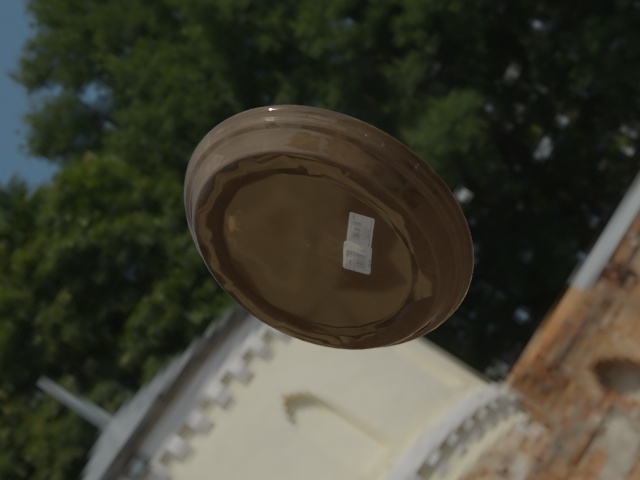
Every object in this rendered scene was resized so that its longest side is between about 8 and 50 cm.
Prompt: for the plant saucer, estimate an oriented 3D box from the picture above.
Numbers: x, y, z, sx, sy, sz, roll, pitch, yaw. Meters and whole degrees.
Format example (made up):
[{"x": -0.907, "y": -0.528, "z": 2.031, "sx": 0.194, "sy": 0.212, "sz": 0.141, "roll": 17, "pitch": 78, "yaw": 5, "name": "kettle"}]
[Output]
[{"x": 0.000, "y": 0.000, "z": 1.591, "sx": 0.278, "sy": 0.278, "sz": 0.041, "roll": 104, "pitch": -170, "yaw": -45, "name": "plant saucer"}]
